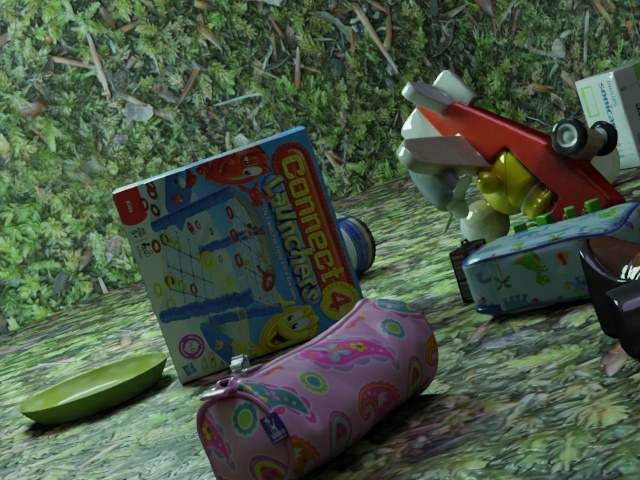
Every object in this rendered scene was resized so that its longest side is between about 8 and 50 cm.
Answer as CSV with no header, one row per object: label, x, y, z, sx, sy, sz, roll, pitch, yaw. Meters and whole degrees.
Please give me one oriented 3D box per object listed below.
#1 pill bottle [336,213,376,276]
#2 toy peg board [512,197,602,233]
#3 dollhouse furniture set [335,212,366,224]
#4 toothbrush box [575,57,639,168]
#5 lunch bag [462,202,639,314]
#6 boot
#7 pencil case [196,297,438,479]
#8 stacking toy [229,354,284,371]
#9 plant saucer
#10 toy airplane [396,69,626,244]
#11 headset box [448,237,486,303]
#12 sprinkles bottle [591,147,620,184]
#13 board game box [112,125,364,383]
pill bottle,-0.008,0.037,2.151,0.123,0.122,0.219,-13,8,45
toy peg board,0.350,-0.012,1.704,0.161,0.079,0.160,-17,6,9
dollhouse furniture set,0.000,0.000,2.611,0.184,0.128,0.129,5,4,-4
toothbrush box,0.709,-0.289,2.502,0.283,0.206,0.122,-23,8,-30
lunch bag,0.304,0.023,1.477,0.219,0.090,0.176,-15,8,28
boot,0.414,0.016,1.180,0.281,0.096,0.264,-18,6,4
pencil case,0.002,0.147,1.146,0.124,0.124,0.284,-14,7,40
stacking toy,-0.043,0.166,1.428,0.167,0.052,0.221,-18,7,12
plant saucer,-0.347,0.234,1.819,0.241,0.037,0.241,-19,6,2
toy airplane,0.287,-0.124,2.006,0.386,0.272,0.384,13,15,-10
headset box,0.214,0.038,1.640,0.032,0.083,0.062,-14,8,35
sprinkles bottle,0.467,-0.149,2.390,0.121,0.121,0.355,-21,6,-17
board game box,-0.118,0.020,1.762,0.302,0.308,0.086,-20,7,-3
